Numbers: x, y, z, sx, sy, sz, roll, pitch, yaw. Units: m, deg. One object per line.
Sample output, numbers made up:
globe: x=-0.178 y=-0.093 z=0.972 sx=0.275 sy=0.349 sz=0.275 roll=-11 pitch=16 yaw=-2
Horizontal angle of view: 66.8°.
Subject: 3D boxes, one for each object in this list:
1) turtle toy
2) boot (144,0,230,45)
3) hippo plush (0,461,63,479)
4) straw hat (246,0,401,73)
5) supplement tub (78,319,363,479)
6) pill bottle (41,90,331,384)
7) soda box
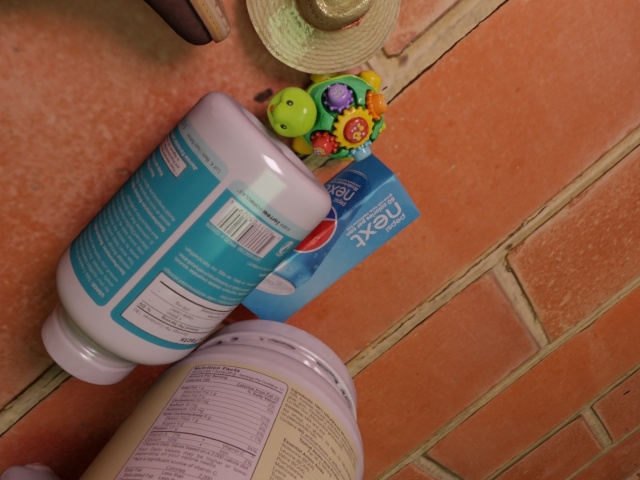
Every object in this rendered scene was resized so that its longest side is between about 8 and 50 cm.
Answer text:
turtle toy: x=0.009 y=-0.117 z=0.463 sx=0.130 sy=0.066 sz=0.095 roll=3 pitch=120 yaw=-26
boot: x=-0.207 y=-0.191 z=0.323 sx=0.207 sy=0.090 sz=0.248 roll=-31 pitch=132 yaw=14
hippo plush: x=-0.228 y=0.320 z=0.589 sx=0.237 sy=0.234 sz=0.294 roll=-31 pitch=167 yaw=-39
straw hat: x=0.016 y=-0.204 z=0.390 sx=0.145 sy=0.061 sz=0.144 roll=-6 pitch=109 yaw=-18
supplement tub: x=-0.090 y=0.241 z=0.422 sx=0.236 sy=0.325 sz=0.235 roll=5 pitch=116 yaw=11
pill bottle: x=-0.127 y=0.009 z=0.436 sx=0.264 sy=0.146 sz=0.146 roll=-44 pitch=129 yaw=9
soda box: x=0.000 y=0.000 z=0.539 sx=0.210 sy=0.067 sz=0.071 roll=-39 pitch=129 yaw=3
